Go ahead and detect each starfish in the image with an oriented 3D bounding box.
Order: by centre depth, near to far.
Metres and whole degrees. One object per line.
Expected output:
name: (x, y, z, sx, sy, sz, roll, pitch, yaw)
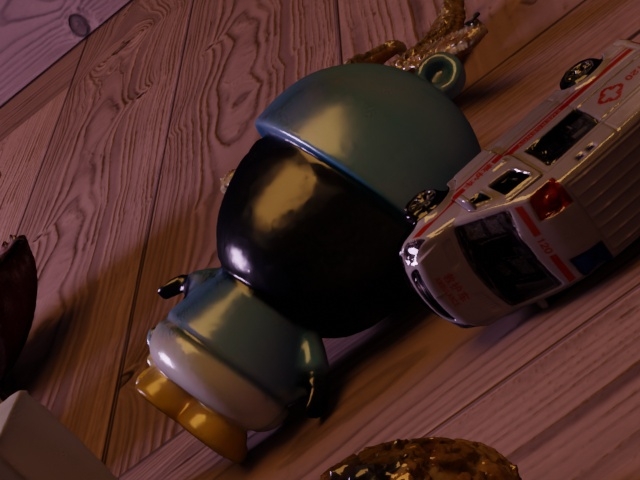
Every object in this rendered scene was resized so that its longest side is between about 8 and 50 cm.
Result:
starfish: (0.055, -0.121, 1.569, 0.299, 0.060, 0.302, -38, 11, -11)

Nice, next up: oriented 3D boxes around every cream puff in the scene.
cream puff: (0.042, 0.148, 0.904, 0.133, 0.104, 0.119, -41, 11, -1)

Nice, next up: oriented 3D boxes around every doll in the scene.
doll: (0.000, 0.000, 1.269, 0.177, 0.141, 0.314, 35, 86, 31)

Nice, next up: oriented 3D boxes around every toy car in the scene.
toy car: (0.146, -0.026, 1.115, 0.209, 0.089, 0.108, -39, 23, -5)

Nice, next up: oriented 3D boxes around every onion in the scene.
onion: (-0.365, 0.128, 1.758, 0.250, 0.111, 0.247, -32, 15, 20)

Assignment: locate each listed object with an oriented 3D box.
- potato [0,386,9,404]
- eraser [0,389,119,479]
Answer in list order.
potato: (-0.396, 0.184, 1.537, 0.266, 0.229, 0.229, -42, 18, 6)
eraser: (-0.276, 0.227, 1.330, 0.279, 0.124, 0.081, -33, 20, 26)
